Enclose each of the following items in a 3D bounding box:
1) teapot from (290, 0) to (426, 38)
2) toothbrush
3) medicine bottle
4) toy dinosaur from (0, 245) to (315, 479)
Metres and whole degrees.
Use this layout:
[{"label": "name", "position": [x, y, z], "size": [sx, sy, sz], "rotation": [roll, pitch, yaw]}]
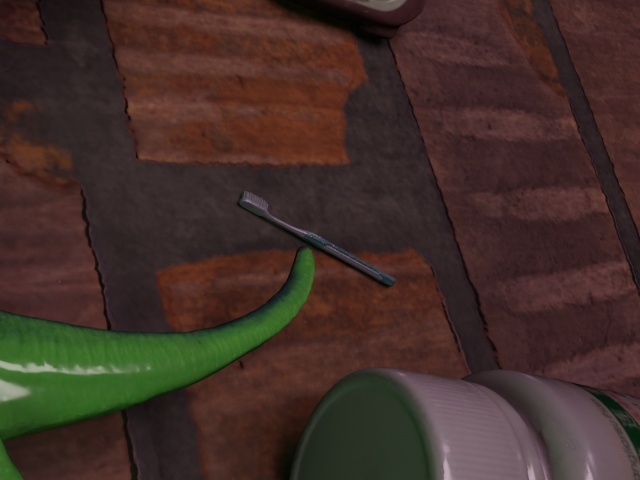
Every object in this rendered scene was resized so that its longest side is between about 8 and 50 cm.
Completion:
[{"label": "teapot", "position": [0.033, -0.377, 0.891], "size": [0.312, 0.233, 0.315], "rotation": [23, 85, -33]}, {"label": "toothbrush", "position": [0.000, 0.000, 0.793], "size": [0.167, 0.011, 0.014], "rotation": [29, 48, -23]}, {"label": "medicine bottle", "position": [0.162, 0.207, 0.681], "size": [0.340, 0.208, 0.208], "rotation": [16, 59, -32]}, {"label": "toy dinosaur", "position": [-0.267, 0.025, 0.528], "size": [0.374, 0.144, 0.500], "rotation": [45, 44, 5]}]
